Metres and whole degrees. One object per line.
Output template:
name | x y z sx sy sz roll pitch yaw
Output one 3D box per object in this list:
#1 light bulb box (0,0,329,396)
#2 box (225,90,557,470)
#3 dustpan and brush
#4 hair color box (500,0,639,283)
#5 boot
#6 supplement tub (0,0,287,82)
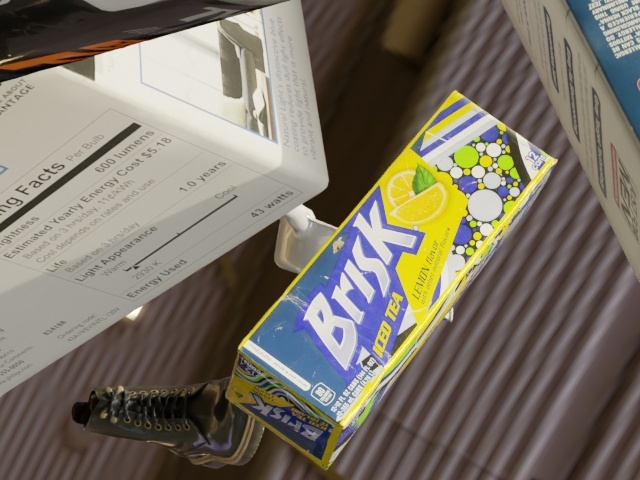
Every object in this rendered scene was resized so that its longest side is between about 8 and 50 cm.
light bulb box | -0.251 -0.098 1.247 0.358 0.361 0.225 -32 -128 33
box | 0.031 0.016 0.840 0.169 0.059 0.054 -50 169 -27
dustpan and brush | 0.000 0.000 1.464 0.147 0.211 0.060 18 -90 41
hair color box | 0.187 -0.156 1.224 0.105 0.174 0.347 -20 -121 -1
boot | -0.129 0.148 1.634 0.198 0.137 0.077 133 -32 -60
supplement tub | -0.100 -0.156 0.648 0.316 0.193 0.193 -10 -122 39
